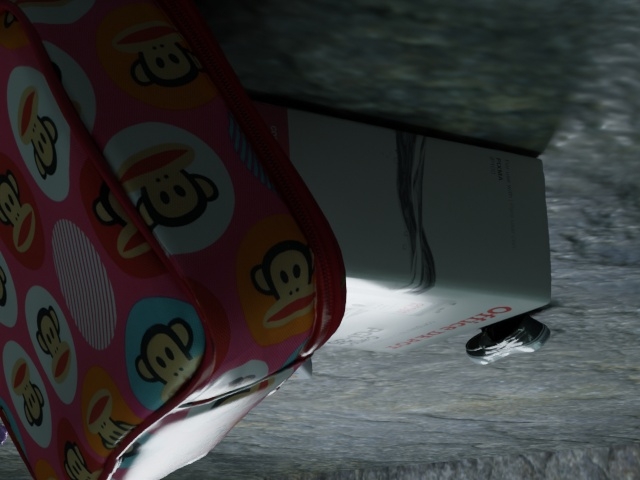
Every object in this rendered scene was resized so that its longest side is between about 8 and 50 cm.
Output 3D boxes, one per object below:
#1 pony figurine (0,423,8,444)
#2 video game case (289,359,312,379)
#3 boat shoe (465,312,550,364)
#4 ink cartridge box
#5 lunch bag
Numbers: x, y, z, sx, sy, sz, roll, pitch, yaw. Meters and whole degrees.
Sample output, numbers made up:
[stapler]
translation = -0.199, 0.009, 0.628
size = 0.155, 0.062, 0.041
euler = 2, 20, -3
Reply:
[pony figurine]
translation = -0.513, 0.267, 1.386
size = 0.350, 0.364, 0.303
euler = -8, 162, -33
[video game case]
translation = -0.183, 0.140, 1.392
size = 0.299, 0.036, 0.329
euler = -3, 162, 8
[boat shoe]
translation = 0.219, 0.114, 1.324
size = 0.040, 0.049, 0.142
euler = 42, 149, -15
[ink cartridge box]
translation = 0.000, 0.000, 0.812
size = 0.282, 0.117, 0.207
euler = 9, 160, -27
[lunch bag]
translation = -0.131, 0.000, 0.610
size = 0.120, 0.258, 0.293
euler = -24, 166, -36
